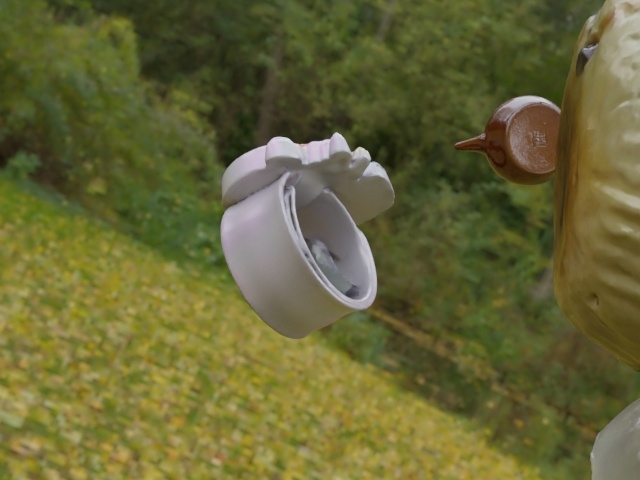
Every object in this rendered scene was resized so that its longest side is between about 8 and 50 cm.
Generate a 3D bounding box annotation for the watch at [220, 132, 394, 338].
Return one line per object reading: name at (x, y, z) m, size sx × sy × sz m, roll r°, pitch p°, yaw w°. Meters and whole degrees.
watch at (0.000, 0.000, 1.757) m, size 0.244 × 0.196 × 0.231 m, roll 27°, pitch 40°, yaw -50°

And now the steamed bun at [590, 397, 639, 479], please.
steamed bun at (0.429, 0.295, 1.425) m, size 0.324 × 0.206 × 0.324 m, roll 44°, pitch 30°, yaw -35°

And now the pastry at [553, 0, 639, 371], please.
pastry at (0.376, -0.060, 1.267) m, size 0.312 × 0.389 × 0.388 m, roll 7°, pitch 3°, yaw 2°

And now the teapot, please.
teapot at (0.254, -0.121, 1.694) m, size 0.173 × 0.116 × 0.116 m, roll -5°, pitch 10°, yaw -12°
